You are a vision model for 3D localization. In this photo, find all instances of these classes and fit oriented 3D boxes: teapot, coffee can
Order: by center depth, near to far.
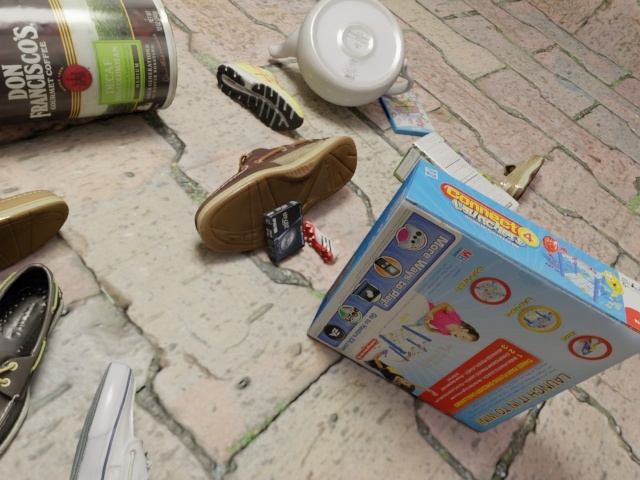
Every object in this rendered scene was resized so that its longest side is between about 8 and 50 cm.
[{"bbox_3d":[-0.396,-0.292,0.720,0.276,0.201,0.201,-20,64,-35],"label":"coffee can"},{"bbox_3d":[0.059,-0.408,1.047,0.253,0.187,0.256,-34,94,-14],"label":"teapot"}]

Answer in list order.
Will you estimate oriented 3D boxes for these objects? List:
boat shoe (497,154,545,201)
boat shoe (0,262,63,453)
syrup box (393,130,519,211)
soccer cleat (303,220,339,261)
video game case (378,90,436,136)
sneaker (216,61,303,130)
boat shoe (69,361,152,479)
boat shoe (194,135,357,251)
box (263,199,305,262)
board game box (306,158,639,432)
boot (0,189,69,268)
[{"bbox_3d":[0.485,-0.168,1.127,0.072,0.068,0.190,34,46,19],"label":"boat shoe"},{"bbox_3d":[-0.346,0.128,0.497,0.081,0.068,0.227,13,49,-15],"label":"boat shoe"},{"bbox_3d":[0.278,-0.108,0.959,0.237,0.093,0.096,45,49,14],"label":"syrup box"},{"bbox_3d":[0.000,0.000,0.790,0.036,0.029,0.083,-24,70,-47],"label":"soccer cleat"},{"bbox_3d":[0.210,-0.324,1.154,0.119,0.015,0.166,0,54,-25],"label":"video game case"},{"bbox_3d":[-0.108,-0.307,0.949,0.209,0.081,0.094,39,46,9],"label":"sneaker"},{"bbox_3d":[-0.212,0.243,0.472,0.076,0.083,0.226,19,59,-26],"label":"boat shoe"},{"bbox_3d":[-0.083,-0.096,0.787,0.123,0.123,0.342,23,47,36],"label":"boat shoe"},{"bbox_3d":[-0.057,-0.016,0.739,0.018,0.083,0.067,21,37,37],"label":"box"},{"bbox_3d":[0.176,0.096,0.605,0.302,0.308,0.086,30,46,-1],"label":"board game box"},{"bbox_3d":[-0.477,-0.039,0.557,0.203,0.095,0.262,44,53,14],"label":"boot"}]
